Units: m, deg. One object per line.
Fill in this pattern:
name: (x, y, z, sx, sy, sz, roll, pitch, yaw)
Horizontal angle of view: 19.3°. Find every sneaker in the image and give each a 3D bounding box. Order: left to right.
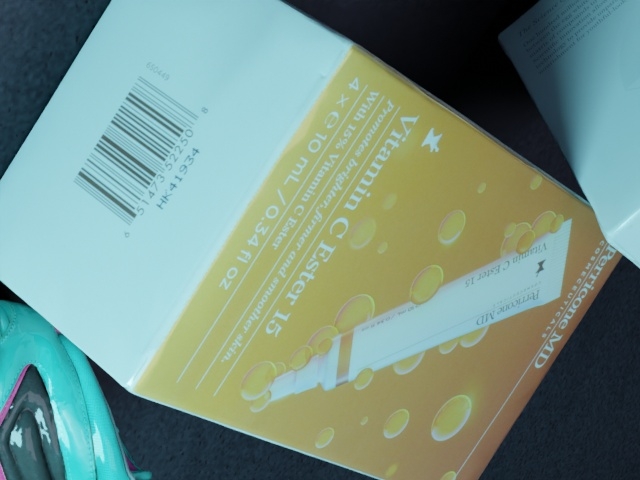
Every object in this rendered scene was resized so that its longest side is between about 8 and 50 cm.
sneaker: (-0.189, 0.156, 1.075, 0.178, 0.124, 0.295, -6, 121, -29)

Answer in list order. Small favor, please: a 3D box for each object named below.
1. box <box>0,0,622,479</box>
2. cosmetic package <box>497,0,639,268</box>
box: (0.000, 0.000, 1.120, 0.345, 0.168, 0.215, 26, 97, -52)
cosmetic package: (0.263, -0.106, 1.185, 0.224, 0.224, 0.138, -40, 129, 17)
